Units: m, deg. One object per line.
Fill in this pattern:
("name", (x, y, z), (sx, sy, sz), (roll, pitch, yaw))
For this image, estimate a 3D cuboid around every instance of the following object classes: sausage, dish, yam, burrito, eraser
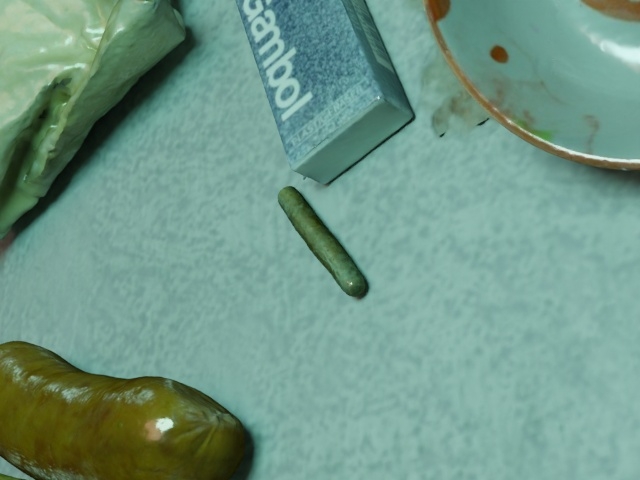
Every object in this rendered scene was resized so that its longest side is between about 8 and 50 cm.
("sausage", (-0.169, 0.141, 0.949), (0.270, 0.109, 0.109), (3, 76, 43))
("dish", (0.191, -0.174, 0.724), (0.260, 0.085, 0.260), (5, 103, 24))
("yam", (0.000, 0.000, 0.907), (0.021, 0.021, 0.116), (-49, 48, 16))
("burrito", (-0.249, -0.152, 1.106), (0.332, 0.135, 0.190), (-40, 55, 22))
("eraser", (-0.004, -0.152, 0.951), (0.092, 0.046, 0.213), (-36, 53, 26))

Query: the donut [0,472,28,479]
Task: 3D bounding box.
("donut", (-0.243, 0.347, 0.883), (0.360, 0.170, 0.361), (-13, 68, 36))
